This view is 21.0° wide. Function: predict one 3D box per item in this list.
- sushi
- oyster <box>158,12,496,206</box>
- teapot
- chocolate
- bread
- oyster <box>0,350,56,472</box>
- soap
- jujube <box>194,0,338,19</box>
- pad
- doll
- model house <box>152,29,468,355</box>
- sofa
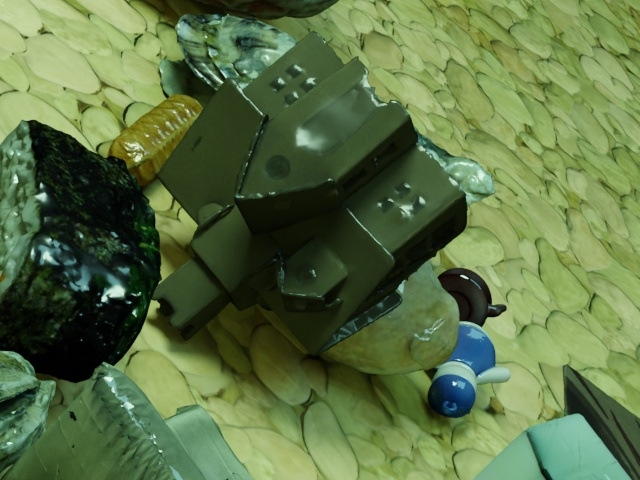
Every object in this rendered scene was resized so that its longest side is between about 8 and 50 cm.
[{"bbox_3d":[-0.189,0.009,1.275,0.127,0.124,0.225,26,25,-23],"label":"sushi"},{"bbox_3d":[0.007,-0.110,1.701,0.351,0.158,0.162,28,53,6],"label":"oyster"},{"bbox_3d":[0.133,0.059,1.706,0.100,0.068,0.045,13,19,16],"label":"teapot"},{"bbox_3d":[0.000,0.000,1.548,0.309,0.134,0.134,48,28,14],"label":"chocolate"},{"bbox_3d":[-0.145,-0.092,1.568,0.052,0.044,0.157,48,28,-4],"label":"bread"},{"bbox_3d":[-0.276,0.103,1.078,0.268,0.112,0.198,17,15,-27],"label":"oyster"},{"bbox_3d":[0.241,0.273,1.513,0.145,0.091,0.230,-8,55,-52],"label":"soap"},{"bbox_3d":[-0.095,-0.348,1.808,0.308,0.215,0.246,17,27,-33],"label":"jujube"},{"bbox_3d":[0.328,0.274,1.723,0.220,0.004,0.330,35,29,-15],"label":"pad"},{"bbox_3d":[0.130,0.121,1.621,0.099,0.057,0.143,20,30,1],"label":"doll"},{"bbox_3d":[-0.035,-0.020,1.389,0.211,0.243,0.204,48,-6,17],"label":"model house"},{"bbox_3d":[-0.077,0.188,1.126,0.210,0.176,0.225,52,29,17],"label":"sofa"}]
